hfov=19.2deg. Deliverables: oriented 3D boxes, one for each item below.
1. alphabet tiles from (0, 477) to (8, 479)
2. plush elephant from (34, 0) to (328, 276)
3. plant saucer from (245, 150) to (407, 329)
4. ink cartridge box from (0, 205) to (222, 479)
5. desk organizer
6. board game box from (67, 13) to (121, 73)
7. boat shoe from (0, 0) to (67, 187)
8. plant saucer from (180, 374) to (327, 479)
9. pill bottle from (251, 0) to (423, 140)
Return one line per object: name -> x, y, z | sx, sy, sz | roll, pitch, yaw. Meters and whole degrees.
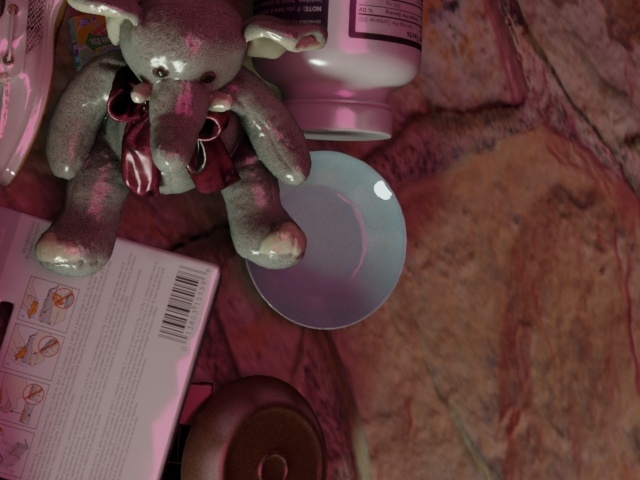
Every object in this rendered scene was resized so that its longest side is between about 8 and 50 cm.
alphabet tiles -> -0.395, 0.322, 1.895 | 0.342, 0.011, 0.285 | -14, 94, -23
plush elephant -> -0.135, -0.137, 1.834 | 0.271, 0.255, 0.330 | 5, 77, -2
plant saucer -> 0.000, 0.000, 2.063 | 0.195, 0.037, 0.195 | 1, 88, -23
ink cartridge box -> -0.251, 0.127, 1.934 | 0.238, 0.060, 0.275 | 16, 79, 2
desk organizer -> -0.146, 0.212, 1.989 | 0.050, 0.047, 0.130 | 5, 86, -21
board game box -> -0.182, -0.192, 1.993 | 0.154, 0.026, 0.103 | -11, 93, -24
boat shoe -> -0.317, -0.192, 1.901 | 0.096, 0.098, 0.277 | 14, 74, -22
plant saucer -> -0.059, 0.242, 2.001 | 0.198, 0.036, 0.199 | 0, 91, -41
pill bottle -> 0.019, -0.271, 2.001 | 0.181, 0.181, 0.323 | 3, 88, -24
